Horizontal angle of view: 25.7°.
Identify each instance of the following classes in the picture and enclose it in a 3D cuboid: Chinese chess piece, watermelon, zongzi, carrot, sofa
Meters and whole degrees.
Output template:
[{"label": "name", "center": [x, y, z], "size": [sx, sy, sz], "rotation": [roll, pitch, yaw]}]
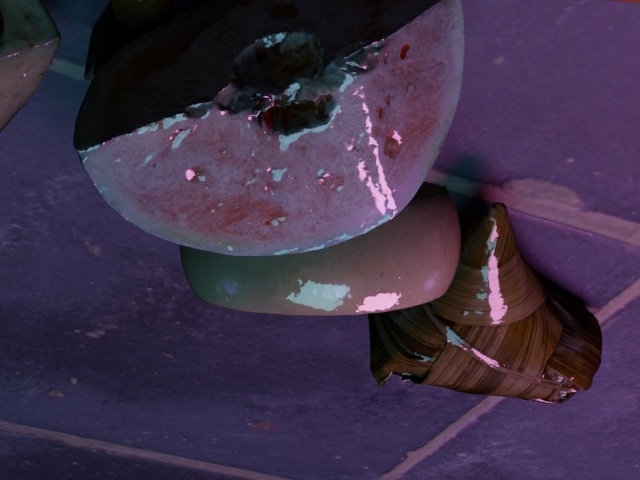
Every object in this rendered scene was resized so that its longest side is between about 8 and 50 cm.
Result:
[{"label": "Chinese chess piece", "center": [0.000, 0.000, 1.336], "size": [0.273, 0.102, 0.273], "rotation": [-1, -170, 0]}, {"label": "watermelon", "center": [-0.037, -0.113, 1.177], "size": [0.322, 0.175, 0.188], "rotation": [-14, 134, -2]}, {"label": "zongzi", "center": [0.226, 0.064, 1.540], "size": [0.286, 0.134, 0.288], "rotation": [9, 140, -23]}, {"label": "carrot", "center": [-0.137, -0.241, 1.128], "size": [0.060, 0.060, 0.186], "rotation": [8, 144, -10]}, {"label": "sofa", "center": [-0.135, -0.145, 1.252], "size": [0.147, 0.085, 0.060], "rotation": [16, 142, -23]}]

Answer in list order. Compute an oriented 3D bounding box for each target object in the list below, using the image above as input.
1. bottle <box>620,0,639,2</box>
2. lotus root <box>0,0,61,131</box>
[{"label": "bottle", "center": [0.199, -0.227, 1.124], "size": [0.187, 0.069, 0.069], "rotation": [2, 147, -2]}, {"label": "lotus root", "center": [-0.362, -0.153, 1.219], "size": [0.314, 0.142, 0.210], "rotation": [-26, 101, 43]}]
